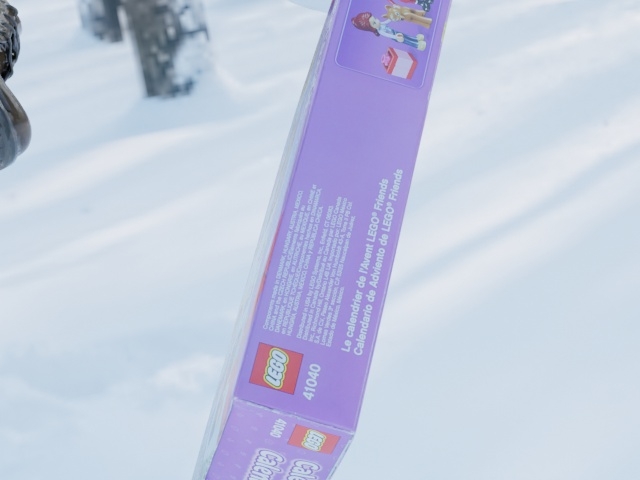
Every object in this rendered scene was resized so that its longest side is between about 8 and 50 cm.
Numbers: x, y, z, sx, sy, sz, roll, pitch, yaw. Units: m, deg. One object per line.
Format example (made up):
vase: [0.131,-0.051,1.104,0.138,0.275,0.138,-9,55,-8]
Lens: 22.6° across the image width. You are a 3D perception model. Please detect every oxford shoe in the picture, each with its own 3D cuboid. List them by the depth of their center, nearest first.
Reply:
oxford shoe: [-0.239,-0.134,1.097,0.096,0.083,0.227,-14,49,-29]

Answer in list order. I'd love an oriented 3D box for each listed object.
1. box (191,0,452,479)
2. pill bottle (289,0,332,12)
box: [0.000,0.000,0.805,0.057,0.201,0.293,16,59,-3]
pill bottle: [0.026,-0.262,0.984,0.131,0.229,0.131,5,-12,1]
